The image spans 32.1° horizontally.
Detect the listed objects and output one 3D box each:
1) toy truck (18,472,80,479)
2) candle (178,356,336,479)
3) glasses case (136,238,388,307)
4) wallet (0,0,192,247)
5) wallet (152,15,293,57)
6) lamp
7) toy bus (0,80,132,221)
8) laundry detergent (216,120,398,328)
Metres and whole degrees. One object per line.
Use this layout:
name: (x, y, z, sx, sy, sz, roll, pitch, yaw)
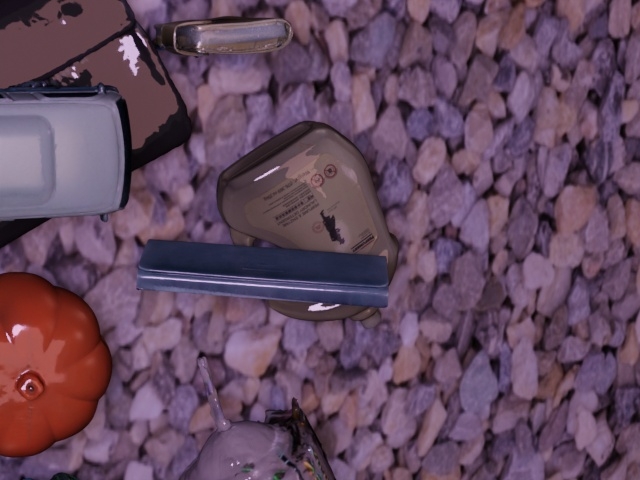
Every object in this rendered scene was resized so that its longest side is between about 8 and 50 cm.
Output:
toy truck: (-0.249, 0.380, 1.212, 0.279, 0.156, 0.155, 42, 81, -24)
candle: (-0.070, 0.292, 1.269, 0.187, 0.187, 0.330, -31, 108, -17)
glasses case: (-0.060, 0.035, 1.213, 0.266, 0.105, 0.056, 4, 89, -1)
wallet: (-0.349, -0.104, 1.128, 0.406, 0.062, 0.228, -34, 111, -16)
wallet: (-0.109, -0.214, 1.169, 0.110, 0.155, 0.039, -10, 104, -23)
lamp: (-0.307, 0.129, 1.134, 0.187, 0.164, 0.188, -5, 103, -22)
toy bus: (-0.303, -0.079, 1.028, 0.271, 0.165, 0.133, -4, 101, -23)
laundry detergent: (0.000, 0.000, 1.294, 0.181, 0.091, 0.253, -33, 112, -7)
